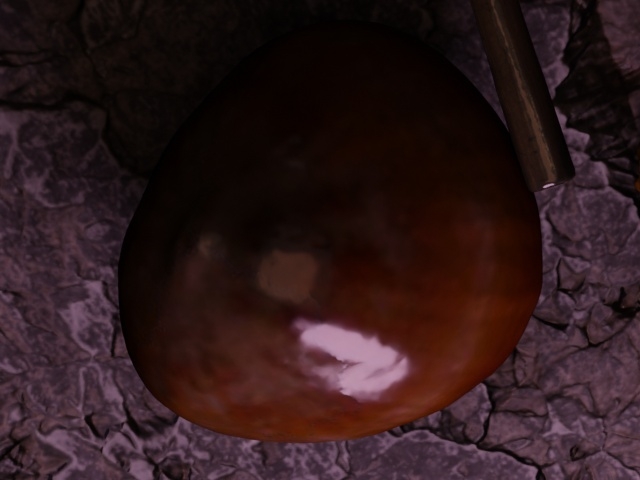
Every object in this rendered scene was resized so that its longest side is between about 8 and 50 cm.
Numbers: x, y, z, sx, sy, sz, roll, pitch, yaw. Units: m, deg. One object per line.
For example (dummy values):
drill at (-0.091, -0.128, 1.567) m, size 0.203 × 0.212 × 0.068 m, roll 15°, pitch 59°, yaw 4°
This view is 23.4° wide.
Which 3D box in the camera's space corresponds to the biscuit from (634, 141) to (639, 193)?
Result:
biscuit at (0.422, -0.083, 1.388) m, size 0.296 × 0.075 × 0.295 m, roll 0°, pitch 109°, yaw 0°

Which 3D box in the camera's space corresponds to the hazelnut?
hazelnut at (0.006, 0.001, 1.255) m, size 0.366 × 0.366 × 0.365 m, roll -2°, pitch 112°, yaw -4°

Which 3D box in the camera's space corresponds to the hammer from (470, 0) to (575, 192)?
hammer at (0.119, -0.251, 1.194) m, size 0.044 × 0.168 × 0.439 m, roll -14°, pitch 97°, yaw 37°
